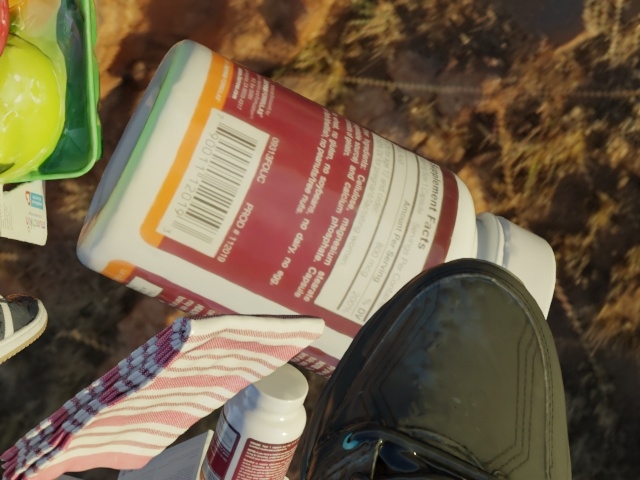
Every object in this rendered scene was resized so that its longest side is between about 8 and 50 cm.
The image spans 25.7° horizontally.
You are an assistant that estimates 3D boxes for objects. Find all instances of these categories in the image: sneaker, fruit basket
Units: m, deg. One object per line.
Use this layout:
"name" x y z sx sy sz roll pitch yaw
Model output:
"sneaker" -0.427 0.079 1.648 0.099 0.282 0.153 -15 103 23
"sneaker" 0.029 0.121 0.446 0.101 0.267 0.106 17 157 2
"fruit basket" -0.274 -0.164 1.020 0.165 0.353 0.327 -4 87 14

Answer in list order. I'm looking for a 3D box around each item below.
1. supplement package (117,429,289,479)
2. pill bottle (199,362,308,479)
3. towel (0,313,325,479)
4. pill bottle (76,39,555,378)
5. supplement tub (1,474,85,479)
"supplement package" -0.169 0.385 1.791 0.149 0.203 0.194 36 136 -27
"pill bottle" -0.065 0.199 1.430 0.086 0.086 0.152 30 122 14
"towel" -0.101 0.105 0.920 0.197 0.144 0.029 -37 69 28
"pill bottle" 0.000 0.000 1.276 0.392 0.224 0.224 26 128 -14
"supplement tub" -0.282 0.346 1.439 0.144 0.144 0.200 13 84 24
